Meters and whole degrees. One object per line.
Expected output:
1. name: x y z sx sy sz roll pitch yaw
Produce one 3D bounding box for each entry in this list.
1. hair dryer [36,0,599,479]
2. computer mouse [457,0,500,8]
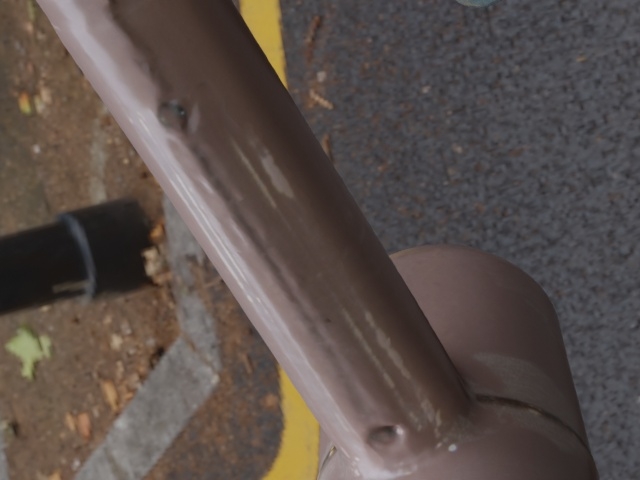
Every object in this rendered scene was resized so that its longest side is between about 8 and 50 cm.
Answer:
1. hair dryer: 0.000 0.000 0.398 0.107 0.189 0.344 -20 123 16
2. computer mouse: 0.215 -0.289 0.807 0.371 0.188 0.122 -25 105 43
